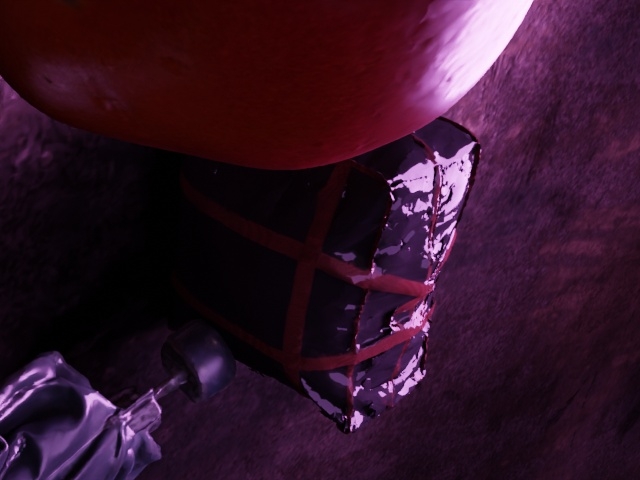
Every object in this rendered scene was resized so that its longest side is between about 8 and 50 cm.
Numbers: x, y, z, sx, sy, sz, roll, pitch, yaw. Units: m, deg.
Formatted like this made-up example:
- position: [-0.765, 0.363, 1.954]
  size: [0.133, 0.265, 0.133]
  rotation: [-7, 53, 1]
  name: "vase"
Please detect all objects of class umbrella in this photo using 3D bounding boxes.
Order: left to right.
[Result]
- position: [-0.200, 0.150, 1.045]
  size: [0.349, 0.094, 0.143]
  rotation: [-36, 165, -23]
  name: "umbrella"

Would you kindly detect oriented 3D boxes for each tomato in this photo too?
- position: [-0.040, -0.160, 0.698]
  size: [0.226, 0.299, 0.298]
  rotation: [-49, 155, -42]
  name: "tomato"

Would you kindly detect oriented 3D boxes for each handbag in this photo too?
- position: [0.000, 0.000, 1.119]
  size: [0.155, 0.169, 0.215]
  rotation: [-30, 142, -40]
  name: "handbag"
